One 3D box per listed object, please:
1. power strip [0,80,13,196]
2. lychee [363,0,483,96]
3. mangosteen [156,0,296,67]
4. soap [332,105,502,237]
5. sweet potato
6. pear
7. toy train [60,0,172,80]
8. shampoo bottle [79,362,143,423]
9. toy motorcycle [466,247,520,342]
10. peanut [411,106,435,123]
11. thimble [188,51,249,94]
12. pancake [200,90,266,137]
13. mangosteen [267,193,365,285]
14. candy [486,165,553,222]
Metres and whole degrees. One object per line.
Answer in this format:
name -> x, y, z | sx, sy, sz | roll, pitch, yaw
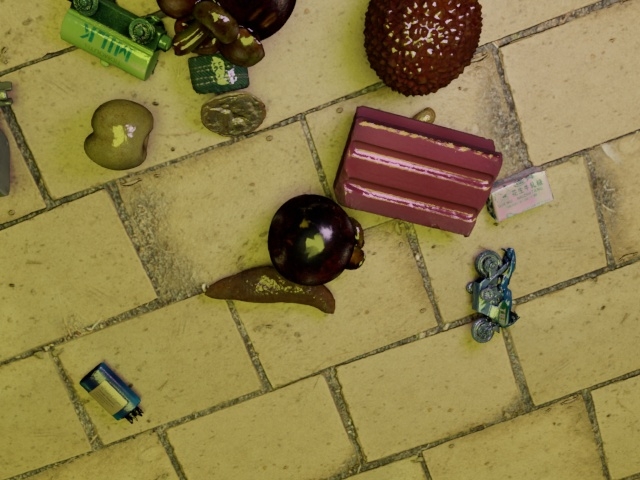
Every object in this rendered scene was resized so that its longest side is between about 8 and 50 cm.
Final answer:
power strip -> -0.766, -0.251, 1.397 | 0.141, 0.229, 0.261 | -9, 70, -5
lychee -> 0.226, -0.464, 1.377 | 0.275, 0.304, 0.276 | 18, 130, 23
mangosteen -> -0.206, -0.528, 1.301 | 0.306, 0.307, 0.347 | 20, 75, -8
soap -> 0.225, -0.163, 1.492 | 0.359, 0.128, 0.233 | 13, 120, -7
sweet potato -> -0.125, 0.120, 1.587 | 0.341, 0.092, 0.114 | 6, 120, -4
pear -> -0.466, -0.247, 1.438 | 0.136, 0.167, 0.167 | 18, 102, -4
toy train -> -0.472, -0.471, 1.419 | 0.253, 0.105, 0.157 | 26, 114, -8
shampoo bottle -> -0.551, 0.416, 1.656 | 0.087, 0.050, 0.183 | -40, 103, 4
toy motorcycle -> 0.465, 0.145, 1.634 | 0.135, 0.092, 0.255 | 1, 95, -13
peanut -> 0.242, -0.280, 1.531 | 0.054, 0.054, 0.113 | 34, 102, -11
thimble -> -0.236, -0.390, 1.438 | 0.135, 0.118, 0.090 | -8, 103, -4
pancake -> -0.206, -0.302, 1.467 | 0.158, 0.158, 0.028 | -10, 60, -1
mangosteen -> 0.000, 0.000, 1.514 | 0.265, 0.228, 0.228 | 0, 106, -33
candy -> 0.501, -0.121, 1.575 | 0.160, 0.073, 0.092 | -22, 109, 1
